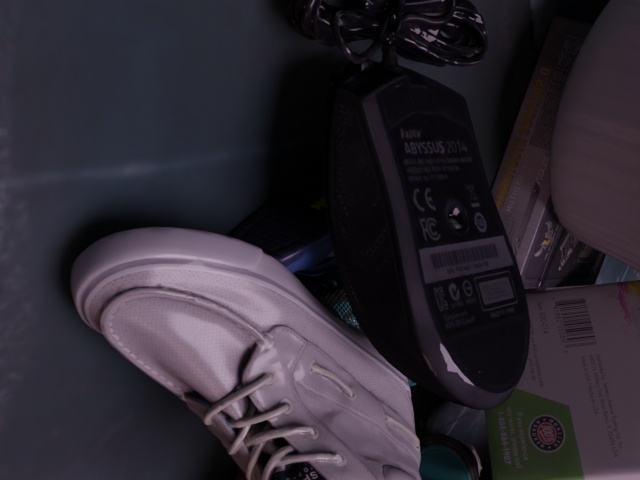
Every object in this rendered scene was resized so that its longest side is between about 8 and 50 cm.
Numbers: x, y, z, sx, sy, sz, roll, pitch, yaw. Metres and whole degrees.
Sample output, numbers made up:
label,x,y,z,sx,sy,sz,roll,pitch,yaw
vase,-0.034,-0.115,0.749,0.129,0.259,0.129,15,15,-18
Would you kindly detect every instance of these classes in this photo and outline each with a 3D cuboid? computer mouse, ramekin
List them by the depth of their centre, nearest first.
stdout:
label,x,y,z,sx,sy,sz,roll,pitch,yaw
computer mouse,0.053,-0.030,0.556,0.188,0.072,0.272,0,75,-49
ramekin,0.307,-0.096,0.748,0.277,0.135,0.277,-28,130,-39

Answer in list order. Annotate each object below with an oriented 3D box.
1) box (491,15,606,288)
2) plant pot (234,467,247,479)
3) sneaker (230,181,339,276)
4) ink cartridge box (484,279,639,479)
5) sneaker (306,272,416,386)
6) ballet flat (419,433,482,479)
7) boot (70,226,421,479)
label,x,y,z,sx,sy,sz,roll,pitch,yaw
box,0.234,-0.070,0.838,0.183,0.056,0.231,1,110,-51
plant pot,-0.010,0.255,0.632,0.201,0.201,0.180,18,82,-55
sneaker,0.000,0.000,0.588,0.144,0.053,0.059,-27,133,-39
ink cartridge box,0.319,0.139,0.786,0.207,0.353,0.119,-87,166,-47
sneaker,0.008,0.050,0.634,0.166,0.065,0.076,31,53,-43
ballet flat,0.128,0.243,0.901,0.074,0.074,0.203,-39,132,-31
boot,-0.023,0.093,0.507,0.095,0.123,0.258,-39,134,23
